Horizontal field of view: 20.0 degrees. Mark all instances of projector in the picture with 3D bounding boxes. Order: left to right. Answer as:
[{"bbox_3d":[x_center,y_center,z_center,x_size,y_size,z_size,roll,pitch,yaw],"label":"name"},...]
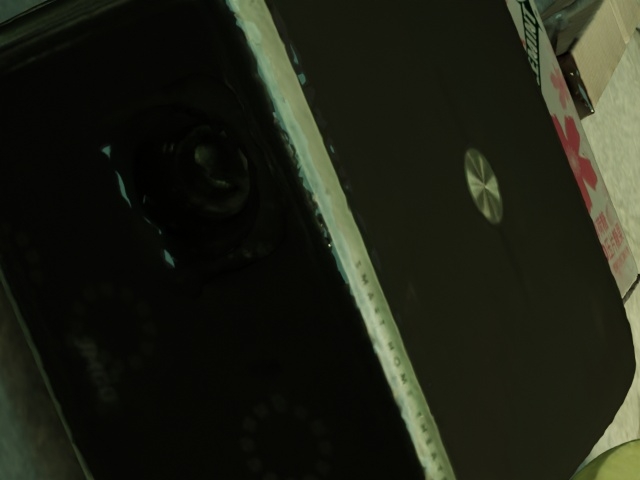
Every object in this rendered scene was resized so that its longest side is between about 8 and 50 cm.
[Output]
[{"bbox_3d":[0.000,0.000,1.146,0.395,0.242,0.405,67,27,-5],"label":"projector"}]

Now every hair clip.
[{"bbox_3d":[0.255,-0.195,1.856,0.085,0.101,0.331,63,28,-10],"label":"hair clip"}]

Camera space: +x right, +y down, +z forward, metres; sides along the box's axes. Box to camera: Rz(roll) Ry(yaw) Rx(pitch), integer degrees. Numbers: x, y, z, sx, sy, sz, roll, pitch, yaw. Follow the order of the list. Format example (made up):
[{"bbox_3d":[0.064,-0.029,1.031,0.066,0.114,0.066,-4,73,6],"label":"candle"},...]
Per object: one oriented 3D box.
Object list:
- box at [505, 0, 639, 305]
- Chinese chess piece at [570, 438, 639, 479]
[{"bbox_3d":[0.169,-0.084,1.622,0.370,0.112,0.190,66,30,-10],"label":"box"},{"bbox_3d":[0.310,0.287,1.549,0.250,0.101,0.250,15,43,-14],"label":"Chinese chess piece"}]
